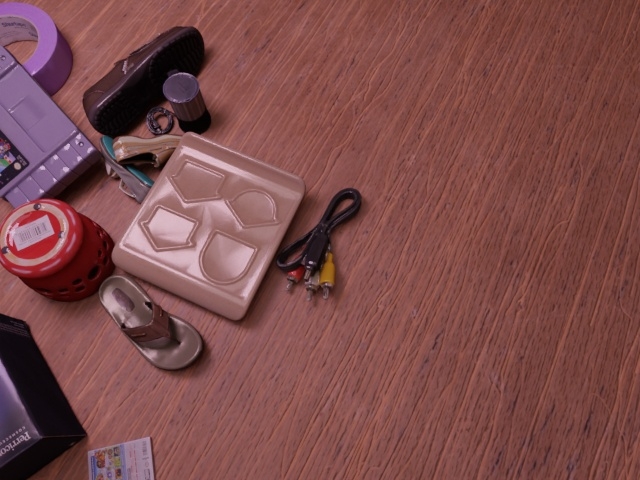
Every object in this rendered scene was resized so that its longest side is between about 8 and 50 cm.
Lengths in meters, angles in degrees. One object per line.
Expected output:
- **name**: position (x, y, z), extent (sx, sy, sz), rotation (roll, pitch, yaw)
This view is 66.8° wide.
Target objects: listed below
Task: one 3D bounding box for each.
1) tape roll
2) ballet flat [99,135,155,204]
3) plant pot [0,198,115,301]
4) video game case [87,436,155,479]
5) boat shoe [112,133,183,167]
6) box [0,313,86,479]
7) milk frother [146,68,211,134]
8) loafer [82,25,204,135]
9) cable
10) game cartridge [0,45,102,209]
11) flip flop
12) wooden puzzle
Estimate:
- **tape roll**: position (-0.796, -0.475, 1.248), extent (0.274, 0.090, 0.275), rotation (0, 68, 0)
- **ballet flat**: position (-0.467, -0.162, 1.145), extent (0.213, 0.072, 0.068), rotation (43, 105, 17)
- **plant pot**: position (-0.554, 0.020, 1.018), extent (0.191, 0.174, 0.191), rotation (0, 71, -1)
- **video game case**: position (-0.387, 0.441, 0.943), extent (0.122, 0.011, 0.087), rotation (-12, 70, -5)
- **boat shoe**: position (-0.384, -0.202, 1.140), extent (0.189, 0.068, 0.072), rotation (-9, 64, -24)
- **box**: position (-0.663, 0.332, 0.894), extent (0.296, 0.183, 0.294), rotation (-36, 75, -13)
- **milk frother**: position (-0.355, -0.321, 1.166), extent (0.129, 0.135, 0.143), rotation (43, 75, 15)
- **loafer**: position (-0.448, -0.422, 1.204), extent (0.130, 0.134, 0.366), rotation (37, 70, 22)
- **cable**: position (0.000, 0.000, 1.105), extent (0.139, 0.072, 0.287), rotation (11, 56, 22)
- **game cartridge**: position (-0.705, -0.251, 1.113), extent (0.230, 0.068, 0.355), rotation (-43, 83, -10)
- **flip flop**: position (-0.364, 0.166, 1.010), extent (0.277, 0.080, 0.112), rotation (40, 74, 14)
- **wooden puzzle**: position (-0.241, -0.035, 1.091), extent (0.322, 0.080, 0.348), rotation (23, 76, 7)
